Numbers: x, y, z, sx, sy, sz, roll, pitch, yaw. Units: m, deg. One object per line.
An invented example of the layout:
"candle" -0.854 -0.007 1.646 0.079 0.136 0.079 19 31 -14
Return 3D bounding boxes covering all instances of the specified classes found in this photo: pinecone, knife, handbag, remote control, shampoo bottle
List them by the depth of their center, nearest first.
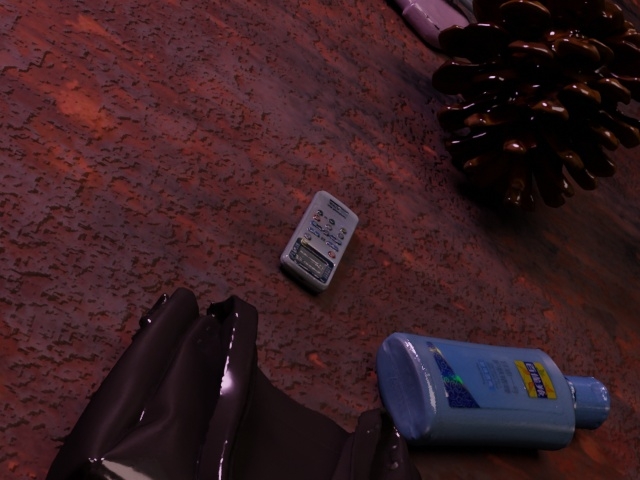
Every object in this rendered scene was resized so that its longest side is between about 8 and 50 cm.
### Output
"handbag" -0.035 0.174 0.892 0.285 0.113 0.257 36 30 -11
"shampoo bottle" 0.168 0.143 1.152 0.258 0.061 0.104 10 50 -39
"remote control" 0.000 0.000 1.162 0.053 0.018 0.124 39 37 -8
"pinecone" 0.241 -0.156 1.365 0.264 0.264 0.264 26 41 -24
"knife" 0.041 -0.379 1.542 0.398 0.038 0.132 47 46 -2

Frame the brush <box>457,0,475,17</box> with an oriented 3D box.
"brush" 0.246 -0.262 1.575 0.297 0.060 0.068 44 32 -19
